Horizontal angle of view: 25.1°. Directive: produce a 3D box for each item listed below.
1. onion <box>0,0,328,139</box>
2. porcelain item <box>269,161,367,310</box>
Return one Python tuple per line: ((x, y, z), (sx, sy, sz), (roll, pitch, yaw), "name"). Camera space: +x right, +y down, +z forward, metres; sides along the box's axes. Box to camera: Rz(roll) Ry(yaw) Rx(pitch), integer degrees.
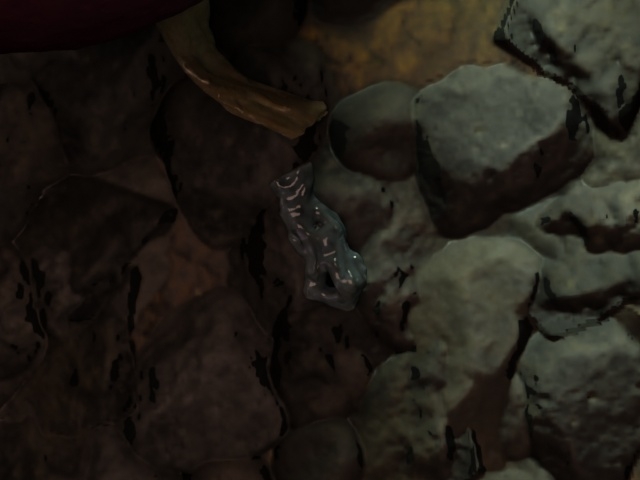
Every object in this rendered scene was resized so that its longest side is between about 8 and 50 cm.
((-0.137, -0.221, 0.674), (0.358, 0.358, 0.345), (20, 125, 11), "onion")
((0.000, 0.000, 0.785), (0.036, 0.028, 0.083), (-25, 86, 28), "porcelain item")
